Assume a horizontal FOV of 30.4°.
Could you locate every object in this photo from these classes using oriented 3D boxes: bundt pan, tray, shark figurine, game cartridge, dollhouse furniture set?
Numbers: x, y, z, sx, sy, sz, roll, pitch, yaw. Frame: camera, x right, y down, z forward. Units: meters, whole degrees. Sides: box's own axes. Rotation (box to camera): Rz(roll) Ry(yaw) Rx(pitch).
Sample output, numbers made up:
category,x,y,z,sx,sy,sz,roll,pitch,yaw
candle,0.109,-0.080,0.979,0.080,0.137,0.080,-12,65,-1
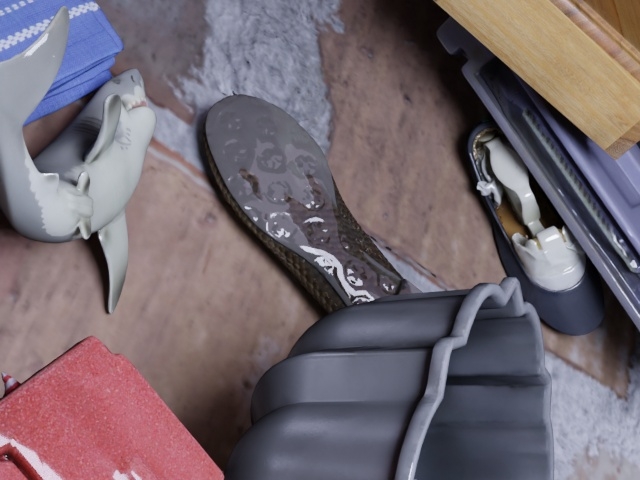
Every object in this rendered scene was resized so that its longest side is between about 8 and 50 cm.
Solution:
category,x,y,z,sx,sy,sz,roll,pitch,yaw
bundt pan,0.037,0.179,0.666,0.331,0.124,0.331,4,90,-66
tray,0.196,-0.249,1.034,0.203,0.076,0.411,38,30,-15
shark figurine,-0.180,-0.041,0.692,0.116,0.278,0.166,7,91,7
game cartridge,0.259,-0.056,1.024,0.230,0.068,0.355,-19,73,-55
dollhouse furniture set,-0.241,0.056,0.542,0.374,0.201,0.152,51,47,-5

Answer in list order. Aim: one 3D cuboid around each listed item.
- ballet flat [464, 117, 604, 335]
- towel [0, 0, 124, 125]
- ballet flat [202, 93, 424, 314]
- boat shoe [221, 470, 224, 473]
category,x,y,z,sx,sy,sz,roll,pitch,yaw
ballet flat,0.176,-0.015,0.986,0.074,0.074,0.203,-12,72,-41
towel,-0.307,-0.196,0.747,0.336,0.040,0.243,52,49,0
ballet flat,0.000,0.000,0.864,0.084,0.058,0.250,-41,88,-21
boat shoe,-0.016,0.159,0.765,0.135,0.045,0.050,-6,71,-40
